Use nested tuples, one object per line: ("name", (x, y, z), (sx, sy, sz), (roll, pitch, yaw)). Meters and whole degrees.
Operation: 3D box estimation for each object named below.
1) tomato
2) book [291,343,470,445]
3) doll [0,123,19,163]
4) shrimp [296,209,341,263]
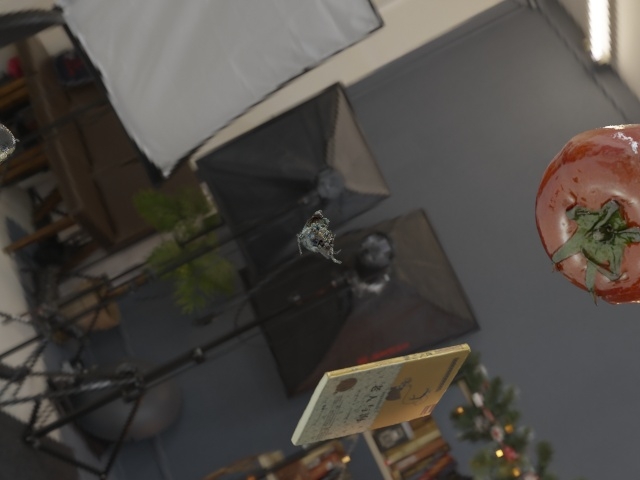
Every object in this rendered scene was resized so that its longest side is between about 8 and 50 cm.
("tomato", (0.574, -0.055, 1.734), (0.341, 0.273, 0.341), (25, -52, 38))
("book", (0.139, 0.352, 2.184), (0.032, 0.389, 0.269), (60, -36, 35))
("doll", (-0.589, -0.146, 1.596), (0.102, 0.179, 0.089), (23, -55, 44))
("shrimp", (-0.004, 0.003, 1.753), (0.082, 0.076, 0.174), (46, 7, -16))
